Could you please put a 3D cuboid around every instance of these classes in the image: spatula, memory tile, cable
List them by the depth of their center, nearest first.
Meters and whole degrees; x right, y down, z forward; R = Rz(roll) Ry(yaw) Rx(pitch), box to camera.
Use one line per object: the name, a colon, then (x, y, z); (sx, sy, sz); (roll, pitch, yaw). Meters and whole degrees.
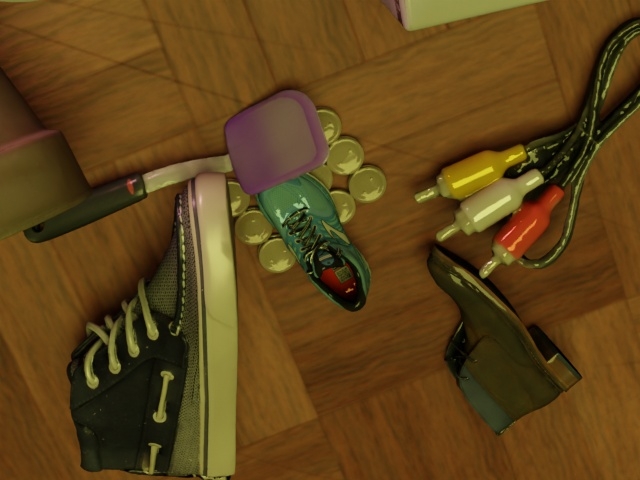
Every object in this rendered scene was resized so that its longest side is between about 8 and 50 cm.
spatula: (-0.137, -0.058, 1.369); (0.297, 0.030, 0.084); (-19, 73, 6)
cable: (0.234, -0.078, 1.397); (0.287, 0.072, 0.139); (-40, 92, 11)
memory tile: (-0.021, -0.048, 1.414); (0.148, 0.012, 0.113); (-37, 113, 8)

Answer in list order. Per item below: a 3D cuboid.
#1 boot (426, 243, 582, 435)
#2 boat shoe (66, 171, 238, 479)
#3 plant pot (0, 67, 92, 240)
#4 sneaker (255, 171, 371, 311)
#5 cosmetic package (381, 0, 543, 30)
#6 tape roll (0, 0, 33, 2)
boot: (0.154, 0.103, 1.465); (0.106, 0.082, 0.219); (-44, 114, 7)
boat shoe: (-0.156, 0.090, 1.370); (0.158, 0.127, 0.340); (-1, 124, -5)
plant pot: (-0.384, -0.101, 1.204); (0.323, 0.323, 0.280); (-21, 97, 1)
sneaker: (0.000, 0.000, 1.388); (0.063, 0.073, 0.162); (-36, 110, 7)
cosmetic package: (0.134, -0.282, 1.262); (0.184, 0.151, 0.151); (-12, 113, -4)
tape roll: (-0.242, -0.301, 1.173); (0.219, 0.072, 0.219); (-3, 115, -7)
